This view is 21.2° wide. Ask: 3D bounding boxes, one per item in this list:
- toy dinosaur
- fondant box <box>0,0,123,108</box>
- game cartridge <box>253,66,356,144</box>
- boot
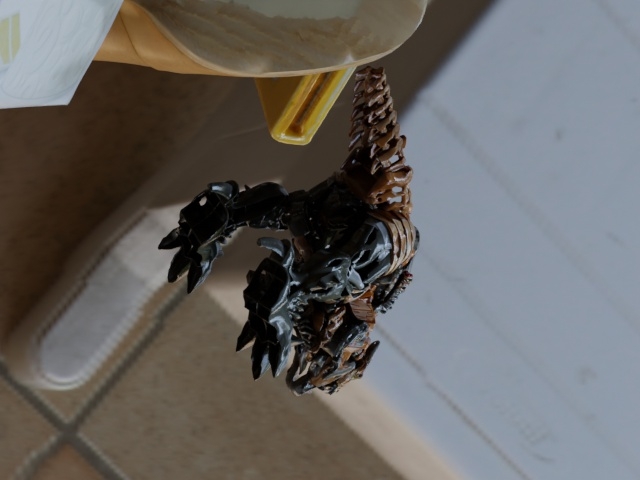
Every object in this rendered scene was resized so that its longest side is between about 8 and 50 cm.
[{"bbox_3d":[0.000,0.000,1.423,0.218,0.164,0.322,-16,114,-34],"label":"toy dinosaur"},{"bbox_3d":[-0.261,-0.169,0.697,0.330,0.238,0.096,28,100,7],"label":"fondant box"},{"bbox_3d":[-0.010,-0.303,1.662,0.052,0.285,0.324,7,44,-30],"label":"game cartridge"},{"bbox_3d":[-0.091,-0.147,0.963,0.295,0.211,0.104,4,95,0],"label":"boot"}]
